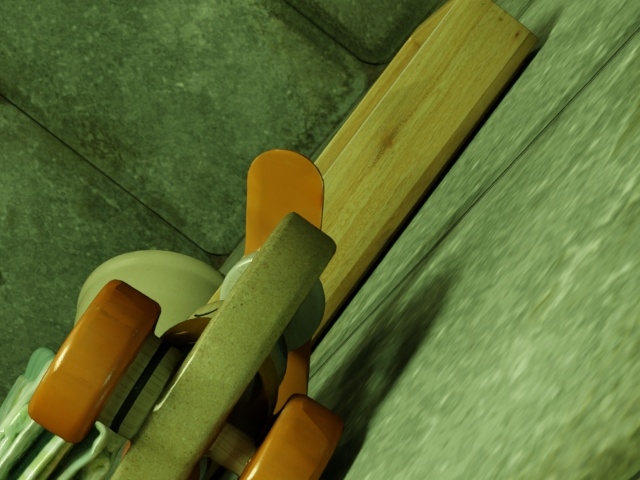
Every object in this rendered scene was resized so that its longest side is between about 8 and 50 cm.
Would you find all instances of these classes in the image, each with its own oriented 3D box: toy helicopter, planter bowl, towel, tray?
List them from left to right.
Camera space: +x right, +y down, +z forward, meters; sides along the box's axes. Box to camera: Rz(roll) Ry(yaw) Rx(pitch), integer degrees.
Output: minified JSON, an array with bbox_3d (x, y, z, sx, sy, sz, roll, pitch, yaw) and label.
[{"bbox_3d":[-0.248,0.232,1.214,0.321,0.090,0.374,-60,5,-6],"label":"towel"},{"bbox_3d":[-0.145,0.105,1.463,0.162,0.162,0.109,-49,18,36],"label":"planter bowl"},{"bbox_3d":[-0.076,0.101,0.975,0.235,0.140,0.355,-60,1,-39],"label":"toy helicopter"},{"bbox_3d":[0.000,0.000,1.298,0.411,0.076,0.203,-54,5,-6],"label":"tray"}]
